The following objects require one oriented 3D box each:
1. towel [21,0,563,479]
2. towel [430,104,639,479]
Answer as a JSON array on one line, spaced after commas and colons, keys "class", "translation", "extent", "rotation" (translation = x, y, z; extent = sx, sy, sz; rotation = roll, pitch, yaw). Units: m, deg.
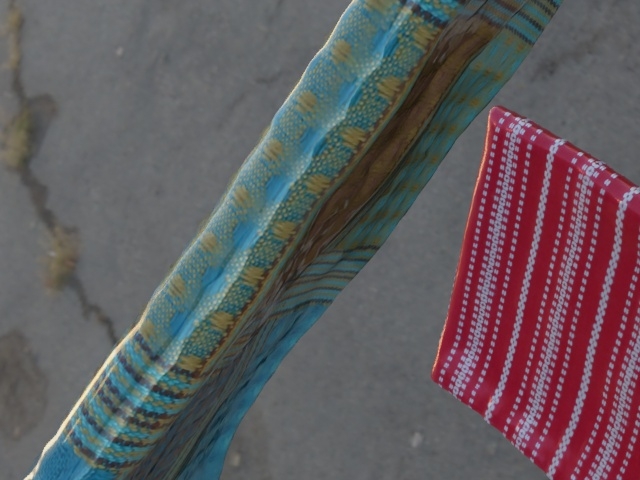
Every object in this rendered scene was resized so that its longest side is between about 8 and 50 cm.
[{"class": "towel", "translation": [0.000, 0.000, 0.464], "extent": [0.040, 0.271, 0.370], "rotation": [38, 107, 5]}, {"class": "towel", "translation": [0.159, 0.069, 0.705], "extent": [0.275, 0.031, 0.199], "rotation": [43, 133, 45]}]
